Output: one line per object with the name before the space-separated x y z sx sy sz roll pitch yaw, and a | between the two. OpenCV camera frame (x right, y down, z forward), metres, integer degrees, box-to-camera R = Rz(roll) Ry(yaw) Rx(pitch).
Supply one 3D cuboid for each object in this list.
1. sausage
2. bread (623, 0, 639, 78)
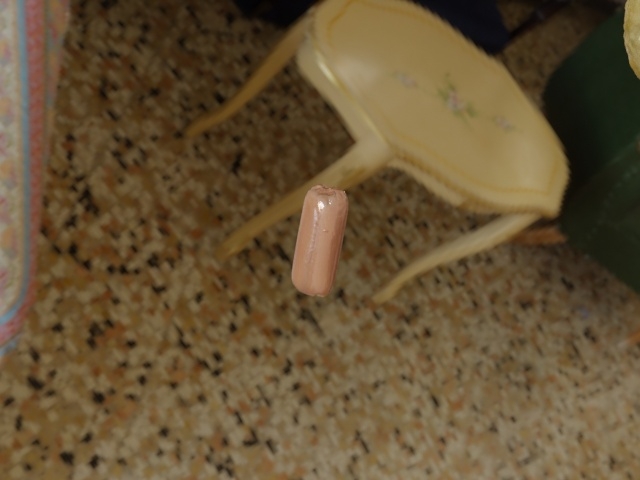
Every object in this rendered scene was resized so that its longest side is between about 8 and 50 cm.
sausage | 0.000 0.000 0.927 0.034 0.083 0.034 9 22 -4
bread | 0.465 -0.243 1.429 0.244 0.244 0.134 51 17 -8
